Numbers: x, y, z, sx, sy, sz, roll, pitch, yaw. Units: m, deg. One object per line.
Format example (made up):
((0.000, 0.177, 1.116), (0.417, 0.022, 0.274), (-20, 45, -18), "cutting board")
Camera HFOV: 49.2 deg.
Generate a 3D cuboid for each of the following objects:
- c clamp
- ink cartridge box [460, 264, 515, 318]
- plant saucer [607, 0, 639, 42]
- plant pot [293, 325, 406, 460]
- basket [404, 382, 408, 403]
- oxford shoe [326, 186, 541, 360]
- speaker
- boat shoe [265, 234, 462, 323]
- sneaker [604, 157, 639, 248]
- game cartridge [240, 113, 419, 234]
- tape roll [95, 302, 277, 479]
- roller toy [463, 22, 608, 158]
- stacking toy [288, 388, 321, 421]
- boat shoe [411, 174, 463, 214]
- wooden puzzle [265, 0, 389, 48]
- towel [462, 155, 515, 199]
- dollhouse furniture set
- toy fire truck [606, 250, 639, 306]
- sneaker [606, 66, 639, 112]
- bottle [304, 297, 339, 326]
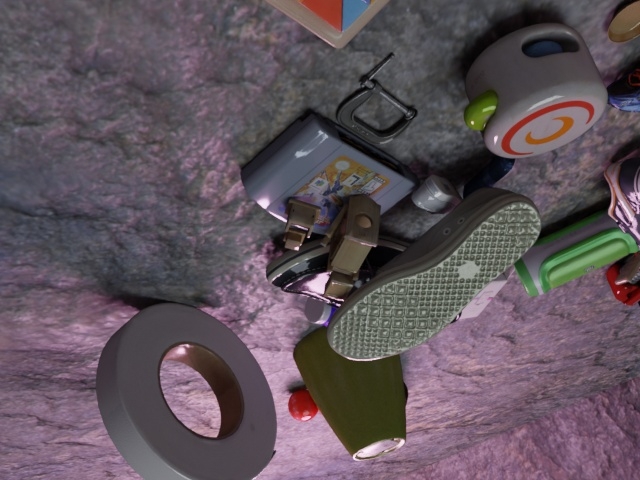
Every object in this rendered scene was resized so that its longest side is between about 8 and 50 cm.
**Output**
((0.100, -0.209, 1.108), (0.137, 0.022, 0.160), (-34, 145, 21), "c clamp")
((0.352, 0.079, 1.592), (0.067, 0.115, 0.198), (-4, 144, -23), "ink cartridge box")
((0.492, -0.351, 1.110), (0.083, 0.015, 0.083), (-14, 147, -9), "plant saucer")
((0.101, 0.381, 1.746), (0.274, 0.294, 0.275), (-14, 147, -9), "plant pot")
((0.182, 0.511, 2.130), (0.204, 0.154, 0.227), (-18, 146, -24), "basket")
((0.201, 0.062, 1.297), (0.449, 0.130, 0.169), (-39, 116, 9), "oxford shoe")
((0.600, 0.020, 1.628), (0.296, 0.131, 0.131), (-27, 147, 12), "speaker")
((0.116, 0.095, 1.441), (0.500, 0.156, 0.186), (10, 148, -38), "boat shoe")
((0.711, -0.050, 1.494), (0.126, 0.127, 0.321), (-42, 117, -16), "sneaker")
((0.016, -0.096, 1.208), (0.198, 0.062, 0.297), (-41, 142, 24), "game cartridge")
((-0.246, 0.303, 1.352), (0.072, 0.392, 0.392), (-38, 144, 26), "tape roll")
((0.328, -0.232, 1.080), (0.191, 0.146, 0.209), (-28, 154, 30), "roller toy")
((0.067, 0.433, 1.982), (0.330, 0.141, 0.141), (-16, 149, 7), "stacking toy")
((0.220, -0.075, 1.303), (0.063, 0.066, 0.184), (-36, 168, 21), "boat shoe")
((0.027, -0.348, 0.837), (0.238, 0.044, 0.221), (18, 132, -44), "wooden puzzle")
((0.320, -0.120, 1.322), (0.029, 0.067, 0.119), (40, 125, -8), "towel")
((0.000, 0.000, 1.243), (0.160, 0.101, 0.182), (16, 140, -8), "dollhouse furniture set")
((0.844, 0.088, 1.861), (0.246, 0.159, 0.217), (11, 139, -22), "toy fire truck")
((0.585, -0.299, 1.197), (0.221, 0.083, 0.087), (-29, 134, 5), "sneaker")
((0.090, 0.167, 1.585), (0.282, 0.118, 0.092), (13, 91, -40), "bottle")
